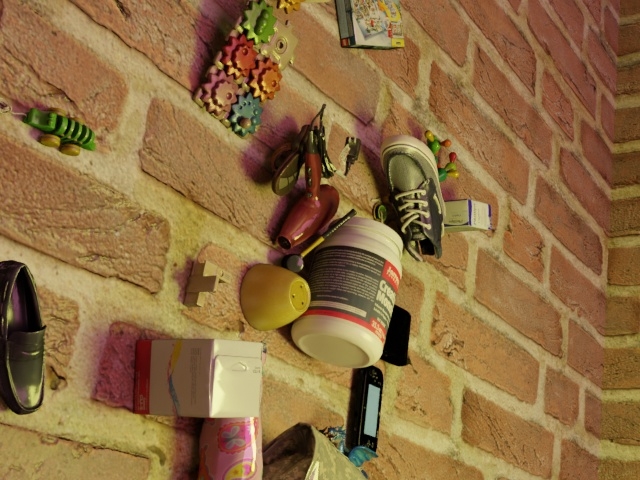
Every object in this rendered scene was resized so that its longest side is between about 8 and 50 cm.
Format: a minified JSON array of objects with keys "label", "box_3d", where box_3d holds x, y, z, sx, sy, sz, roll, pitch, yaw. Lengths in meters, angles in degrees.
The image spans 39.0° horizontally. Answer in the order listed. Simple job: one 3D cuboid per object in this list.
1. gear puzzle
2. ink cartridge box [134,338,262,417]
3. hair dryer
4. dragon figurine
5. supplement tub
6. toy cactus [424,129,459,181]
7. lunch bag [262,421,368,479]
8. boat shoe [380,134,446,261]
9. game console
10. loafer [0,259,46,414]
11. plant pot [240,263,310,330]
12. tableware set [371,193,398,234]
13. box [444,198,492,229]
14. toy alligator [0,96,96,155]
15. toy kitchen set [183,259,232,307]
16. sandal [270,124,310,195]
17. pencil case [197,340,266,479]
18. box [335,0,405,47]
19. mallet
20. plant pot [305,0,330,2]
[{"label":"gear puzzle","box_3d":[-0.103,-0.367,1.738,0.175,0.044,0.339,36,77,-46]},{"label":"ink cartridge box","box_3d":[-0.201,0.228,1.499,0.128,0.176,0.127,13,74,-53]},{"label":"hair dryer","box_3d":[-0.023,-0.117,1.846,0.223,0.080,0.294,30,77,-59]},{"label":"dragon figurine","box_3d":[0.066,0.478,1.917,0.289,0.085,0.144,32,60,-46]},{"label":"supplement tub","box_3d":[0.061,0.108,1.870,0.191,0.191,0.272,45,51,-42]},{"label":"toy cactus","box_3d":[0.291,-0.180,2.322,0.219,0.112,0.181,18,81,-61]},{"label":"lunch bag","box_3d":[-0.036,0.509,1.689,0.235,0.168,0.287,51,56,-38]},{"label":"boat shoe","box_3d":[0.227,-0.090,2.137,0.340,0.127,0.158,55,31,-48]},{"label":"game console","box_3d":[0.127,0.310,2.061,0.213,0.044,0.362,28,63,-49]},{"label":"loafer","box_3d":[-0.427,0.139,1.281,0.076,0.078,0.223,-14,97,-54]},{"label":"plant pot","box_3d":[-0.077,0.108,1.759,0.134,0.095,0.134,12,75,-53]},{"label":"tableware set","box_3d":[0.166,-0.034,2.179,0.104,0.024,0.154,-11,94,-55]},{"label":"box","box_3d":[0.364,-0.064,2.370,0.137,0.126,0.072,7,81,-54]},{"label":"toy alligator","box_3d":[-0.406,-0.177,1.377,0.189,0.051,0.056,26,64,-50]},{"label":"toy kitchen set","box_3d":[-0.190,0.087,1.627,0.075,0.068,0.083,34,59,-47]},{"label":"sandal","box_3d":[-0.067,-0.169,1.836,0.219,0.060,0.090,-68,169,-45]},{"label":"pencil case","box_3d":[-0.154,0.323,1.603,0.124,0.124,0.284,18,69,-52]},{"label":"box","box_3d":[0.120,-0.541,2.165,0.233,0.044,0.159,-14,97,-54]},{"label":"mallet","box_3d":[0.000,0.000,1.824,0.189,0.062,0.039,-39,99,-3]},{"label":"plant pot","box_3d":[-0.037,-0.624,1.819,0.256,0.256,0.274,-22,120,-53]}]
